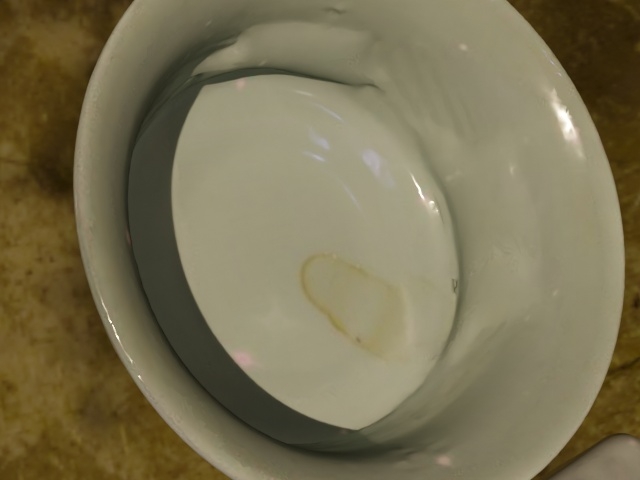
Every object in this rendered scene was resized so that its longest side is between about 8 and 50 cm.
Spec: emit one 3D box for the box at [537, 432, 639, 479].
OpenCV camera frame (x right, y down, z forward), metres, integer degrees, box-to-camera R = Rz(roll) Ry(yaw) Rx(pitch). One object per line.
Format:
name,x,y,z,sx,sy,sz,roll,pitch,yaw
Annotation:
box,0.152,0.256,0.869,0.106,0.337,0.264,56,158,14

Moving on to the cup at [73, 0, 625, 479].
cup,0.000,0.000,0.696,0.163,0.347,0.347,-29,73,59
